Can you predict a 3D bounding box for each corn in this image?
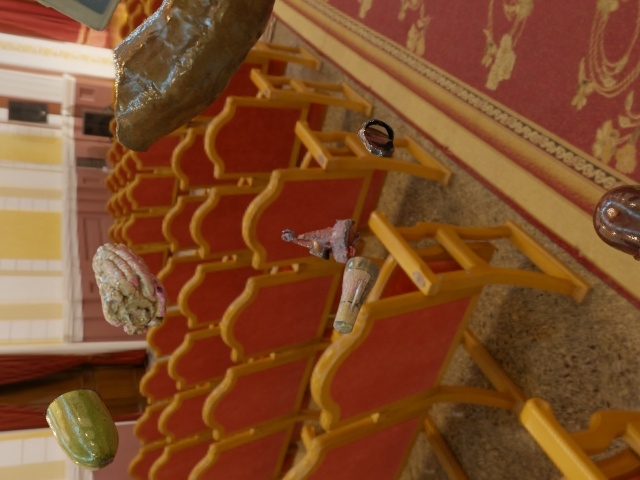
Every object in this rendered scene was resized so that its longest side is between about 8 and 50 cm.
[{"bbox_3d":[-0.405,0.083,1.245,0.335,0.127,0.126,37,120,57],"label":"corn"}]

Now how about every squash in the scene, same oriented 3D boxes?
[{"bbox_3d":[-0.488,0.409,1.254,0.187,0.123,0.123,36,121,40],"label":"squash"}]

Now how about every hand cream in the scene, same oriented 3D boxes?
[{"bbox_3d":[0.074,0.131,1.390,0.084,0.084,0.203,-56,6,48],"label":"hand cream"}]

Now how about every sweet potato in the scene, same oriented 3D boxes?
[{"bbox_3d":[-0.166,-0.288,0.836,0.370,0.158,0.157,-43,40,12],"label":"sweet potato"}]

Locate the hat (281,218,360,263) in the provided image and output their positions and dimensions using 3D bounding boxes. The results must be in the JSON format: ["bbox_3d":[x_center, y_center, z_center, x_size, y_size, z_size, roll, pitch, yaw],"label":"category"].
[{"bbox_3d":[0.000,0.004,1.660,0.140,0.228,0.128,-71,-19,-49],"label":"hat"}]

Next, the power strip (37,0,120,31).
[{"bbox_3d":[-0.136,-0.335,0.445,0.367,0.106,0.043,-53,37,20],"label":"power strip"}]

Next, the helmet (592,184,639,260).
[{"bbox_3d":[0.591,-0.042,1.160,0.175,0.106,0.155,-62,-16,-66],"label":"helmet"}]

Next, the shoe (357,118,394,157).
[{"bbox_3d":[0.118,-0.215,1.198,0.179,0.071,0.049,-95,18,-66],"label":"shoe"}]
